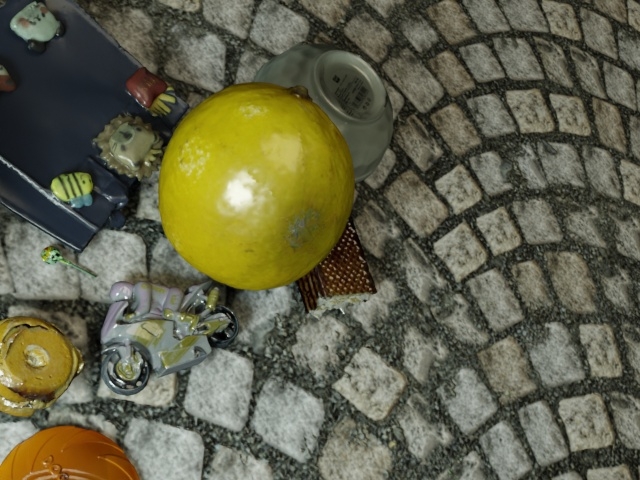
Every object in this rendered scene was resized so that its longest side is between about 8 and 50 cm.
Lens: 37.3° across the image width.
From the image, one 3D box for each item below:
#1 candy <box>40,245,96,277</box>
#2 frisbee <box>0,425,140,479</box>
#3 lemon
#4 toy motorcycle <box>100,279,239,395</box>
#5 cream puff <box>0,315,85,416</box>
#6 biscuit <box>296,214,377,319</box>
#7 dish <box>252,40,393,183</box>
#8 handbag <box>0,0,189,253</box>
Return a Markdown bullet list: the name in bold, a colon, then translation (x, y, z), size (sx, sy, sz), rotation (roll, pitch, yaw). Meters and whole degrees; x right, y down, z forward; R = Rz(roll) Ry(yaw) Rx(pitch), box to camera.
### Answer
- **candy**: translation (-0.347, 0.034, 1.310), size (0.083, 0.025, 0.023), rotation (32, 93, -25)
- **frisbee**: translation (-0.305, 0.319, 1.164), size (0.192, 0.035, 0.192), rotation (16, 58, -27)
- **lemon**: translation (-0.092, -0.077, 1.360), size (0.297, 0.297, 0.297), rotation (16, 57, -26)
- **toy motorcycle**: translation (-0.225, 0.113, 1.310), size (0.225, 0.073, 0.152), rotation (-25, 78, -40)
- **cream puff**: translation (-0.364, 0.153, 1.173), size (0.133, 0.104, 0.119), rotation (-22, 83, -56)
- **biscuit**: translation (0.000, 0.000, 1.525), size (0.106, 0.070, 0.252), rotation (-4, 68, -34)
- **dish**: translation (0.026, -0.242, 1.648), size (0.303, 0.120, 0.302), rotation (15, 58, -26)
- **handbag**: translation (-0.370, -0.180, 1.351), size (0.329, 0.122, 0.303), rotation (37, 50, -13)
